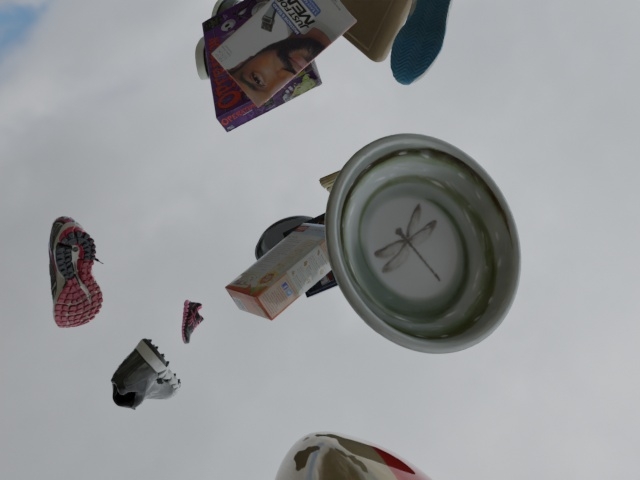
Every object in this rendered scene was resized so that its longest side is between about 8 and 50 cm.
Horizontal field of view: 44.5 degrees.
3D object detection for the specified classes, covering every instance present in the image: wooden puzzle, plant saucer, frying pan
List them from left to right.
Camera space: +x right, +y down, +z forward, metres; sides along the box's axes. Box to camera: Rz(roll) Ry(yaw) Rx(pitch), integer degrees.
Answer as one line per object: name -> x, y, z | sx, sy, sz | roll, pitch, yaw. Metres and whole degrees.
frying pan -> -0.007, -0.016, 1.926 | 0.326, 0.197, 0.053 | -19, -127, -3
wooden puzzle -> 0.099, -0.535, 1.677 | 0.239, 0.044, 0.221 | 44, -55, 24
plant saucer -> 0.174, 0.009, 1.409 | 0.400, 0.400, 0.100 | -59, -167, -26

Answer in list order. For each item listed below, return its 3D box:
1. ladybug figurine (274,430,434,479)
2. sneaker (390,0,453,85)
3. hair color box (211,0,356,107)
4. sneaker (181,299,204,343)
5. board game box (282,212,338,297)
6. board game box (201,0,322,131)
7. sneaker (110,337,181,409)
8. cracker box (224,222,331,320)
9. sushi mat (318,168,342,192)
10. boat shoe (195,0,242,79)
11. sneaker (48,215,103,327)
ladybug figurine -> 0.052, 0.339, 0.762 | 0.449, 0.162, 0.305 | 159, -71, -74
sneaker -> 0.190, -0.379, 1.410 | 0.087, 0.092, 0.228 | 20, -98, 11
hair color box -> -0.047, -0.260, 1.004 | 0.167, 0.093, 0.053 | -41, -169, 7
sneaker -> -0.330, 0.211, 2.023 | 0.057, 0.047, 0.119 | 7, -115, -9
board game box -> 0.043, 0.013, 1.757 | 0.243, 0.042, 0.165 | -25, -98, 32
board game box -> -0.127, -0.379, 1.565 | 0.208, 0.056, 0.347 | -28, -134, 14
sneaker -> -0.300, 0.237, 1.307 | 0.106, 0.234, 0.078 | -41, -105, -17
cracker box -> -0.065, 0.059, 1.605 | 0.232, 0.067, 0.156 | -40, -158, -21
sushi mat -> 0.136, -0.136, 1.922 | 0.316, 0.151, 0.019 | -19, -148, 50
boat shoe -> -0.212, -0.475, 1.824 | 0.091, 0.109, 0.305 | -1, -137, 11
sneaker -> -0.597, 0.082, 1.893 | 0.121, 0.299, 0.112 | -9, -146, -33
